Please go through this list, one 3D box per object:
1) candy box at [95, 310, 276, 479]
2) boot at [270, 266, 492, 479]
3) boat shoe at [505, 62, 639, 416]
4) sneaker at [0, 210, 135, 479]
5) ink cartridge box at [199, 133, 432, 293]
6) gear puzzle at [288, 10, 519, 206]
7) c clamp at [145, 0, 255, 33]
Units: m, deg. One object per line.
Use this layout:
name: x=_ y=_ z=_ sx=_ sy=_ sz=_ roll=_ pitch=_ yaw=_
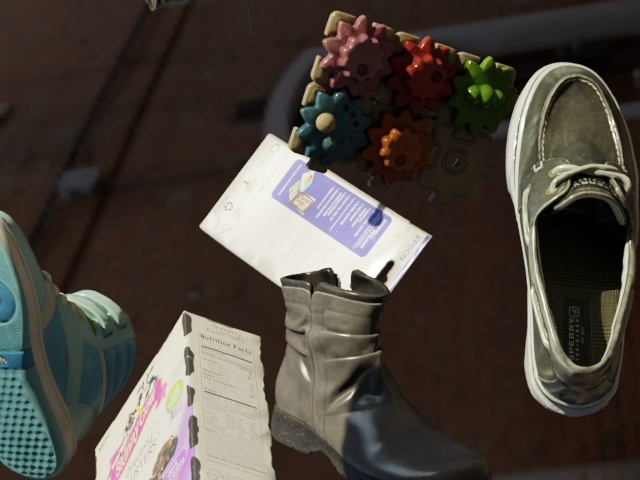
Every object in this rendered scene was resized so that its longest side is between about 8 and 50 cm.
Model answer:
candy box: x=-0.103 y=0.179 z=1.219 sx=0.165 sy=0.070 sz=0.196 roll=-57 pitch=25 yaw=30
boot: x=0.061 y=0.161 z=1.936 sx=0.118 sy=0.338 sz=0.223 roll=-11 pitch=-70 yaw=-47
boat shoe: x=0.233 y=-0.018 z=1.442 sx=0.119 sy=0.121 sz=0.335 roll=102 pitch=168 yaw=-67
sneaker: x=-0.301 y=0.075 z=1.795 sx=0.208 sy=0.127 sz=0.319 roll=-49 pitch=-41 yaw=-51
ink cartridge box: x=0.000 y=0.000 z=2.149 sx=0.332 sy=0.165 sz=0.065 roll=35 pitch=176 yaw=41
gear puzzle: x=0.137 y=-0.124 z=1.805 sx=0.044 sy=0.339 sz=0.175 roll=37 pitch=110 yaw=62
c clamp: x=-0.150 y=-0.307 z=1.939 sx=0.022 sy=0.160 sz=0.137 roll=7 pitch=103 yaw=61
